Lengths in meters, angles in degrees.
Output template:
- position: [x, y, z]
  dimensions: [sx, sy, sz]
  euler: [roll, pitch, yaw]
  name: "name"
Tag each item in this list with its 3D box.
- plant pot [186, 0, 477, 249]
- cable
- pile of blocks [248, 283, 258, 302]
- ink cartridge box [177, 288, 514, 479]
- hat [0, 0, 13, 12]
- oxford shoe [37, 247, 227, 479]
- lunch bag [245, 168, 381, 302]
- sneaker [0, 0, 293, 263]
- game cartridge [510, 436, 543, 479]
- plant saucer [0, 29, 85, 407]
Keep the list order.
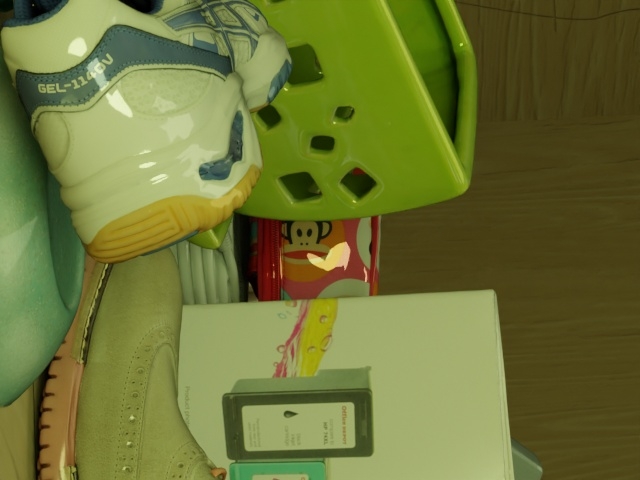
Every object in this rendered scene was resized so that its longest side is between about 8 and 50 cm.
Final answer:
- position: [-0.032, -0.137, 1.072]
  dimensions: [0.228, 0.207, 0.227]
  euler: [-79, 146, -62]
  name: "plant pot"
- position: [-0.107, -0.013, 1.336]
  dimensions: [0.257, 0.089, 0.257]
  euler: [-92, 179, -58]
  name: "cable"
- position: [-0.099, 0.131, 1.568]
  dimensions: [0.113, 0.149, 0.362]
  euler: [-7, 84, -46]
  name: "pile of blocks"
- position: [-0.013, 0.154, 1.101]
  dimensions: [0.198, 0.270, 0.197]
  euler: [83, 4, -74]
  name: "ink cartridge box"
- position: [-0.081, -0.206, 0.811]
  dimensions: [0.208, 0.183, 0.173]
  euler: [-71, 158, -86]
  name: "hat"
- position: [-0.077, 0.179, 0.917]
  dimensions: [0.140, 0.146, 0.397]
  euler: [73, 13, -73]
  name: "oxford shoe"
- position: [0.000, 0.000, 1.381]
  dimensions: [0.293, 0.120, 0.258]
  euler: [88, 1, -81]
  name: "lunch bag"
- position: [-0.086, -0.106, 0.805]
  dimensions: [0.296, 0.112, 0.131]
  euler: [-101, 166, -68]
  name: "sneaker"
- position: [0.031, 0.250, 1.317]
  dimensions: [0.297, 0.198, 0.062]
  euler: [-51, -159, 7]
  name: "game cartridge"
- position: [-0.145, -0.014, 0.822]
  dimensions: [0.195, 0.037, 0.195]
  euler: [-2, 90, -89]
  name: "plant saucer"
